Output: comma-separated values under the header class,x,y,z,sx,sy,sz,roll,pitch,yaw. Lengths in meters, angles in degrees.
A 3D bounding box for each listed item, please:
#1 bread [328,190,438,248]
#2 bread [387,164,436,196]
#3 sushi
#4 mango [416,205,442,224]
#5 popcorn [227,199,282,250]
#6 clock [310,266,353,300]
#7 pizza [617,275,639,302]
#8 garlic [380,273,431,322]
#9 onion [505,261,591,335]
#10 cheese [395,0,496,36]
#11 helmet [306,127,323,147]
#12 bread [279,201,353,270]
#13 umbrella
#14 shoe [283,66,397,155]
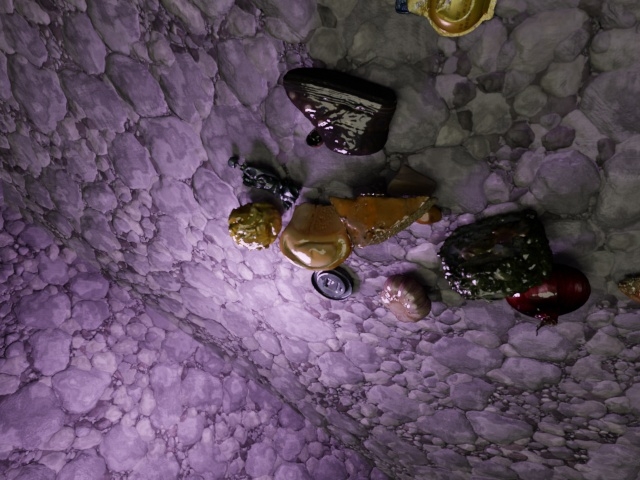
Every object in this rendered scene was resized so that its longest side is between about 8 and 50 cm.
class,x,y,z,sx,sy,sz,roll,pitch,yaw
bread,0.219,-0.139,1.468,0.315,0.248,0.279,-45,67,24
bread,0.328,-0.191,1.461,0.152,0.105,0.077,29,142,5
sushi,0.594,0.063,1.400,0.352,0.294,0.178,-17,120,34
mango,0.399,-0.100,1.530,0.114,0.060,0.080,20,118,15
popcorn,-0.293,-0.076,1.829,0.249,0.225,0.249,3,121,6
clock,0.058,0.204,1.981,0.215,0.042,0.215,15,132,17
pizza,1.128,0.149,1.353,0.185,0.052,0.195,23,134,5
garlic,0.376,0.240,1.770,0.245,0.160,0.245,34,151,22
onion,0.796,0.206,1.429,0.273,0.285,0.273,5,155,2
cheese,0.333,-0.650,1.097,0.270,0.069,0.177,17,132,19
helmet,-0.009,-0.382,1.521,0.084,0.049,0.065,-38,70,17
bread,0.000,0.000,1.699,0.315,0.270,0.211,6,144,17
umbrella,-0.248,-0.252,1.729,0.349,0.094,0.143,31,131,5
shoe,0.051,-0.425,1.367,0.384,0.171,0.237,17,129,4
